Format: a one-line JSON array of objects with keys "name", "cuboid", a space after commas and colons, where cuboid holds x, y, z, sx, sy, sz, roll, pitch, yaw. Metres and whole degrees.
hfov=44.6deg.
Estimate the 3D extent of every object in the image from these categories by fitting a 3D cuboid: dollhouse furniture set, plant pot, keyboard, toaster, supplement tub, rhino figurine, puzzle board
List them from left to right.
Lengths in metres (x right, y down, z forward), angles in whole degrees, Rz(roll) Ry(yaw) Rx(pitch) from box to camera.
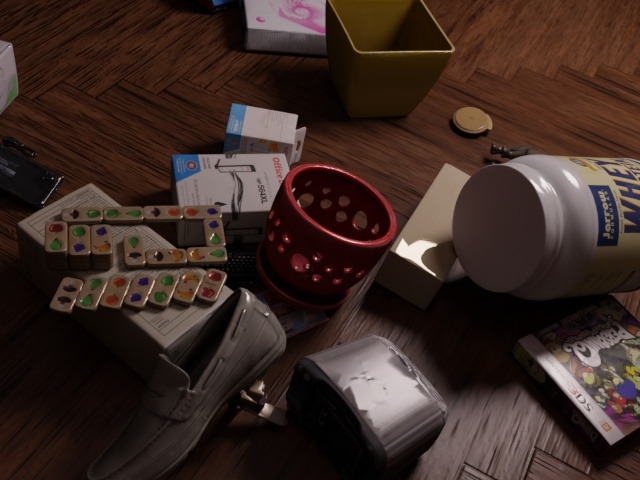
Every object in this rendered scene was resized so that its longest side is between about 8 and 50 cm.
[{"name": "keyboard", "cuboid": [-0.528, -0.129, 1.318, 0.180, 0.023, 0.108, 29, 51, -10]}, {"name": "keyboard", "cuboid": [-0.145, 0.039, 1.268, 0.192, 0.038, 0.100, 0, 47, -12]}, {"name": "dollhouse furniture set", "cuboid": [-0.069, 0.204, 1.106, 0.081, 0.091, 0.114, 24, 41, -12]}, {"name": "puzzle board", "cuboid": [-0.063, 0.112, 1.236, 0.128, 0.011, 0.096, -21, 54, -29]}, {"name": "plant pot", "cuboid": [0.000, 0.000, 1.228, 0.191, 0.174, 0.191, 18, 39, -15]}, {"name": "toaster", "cuboid": [0.070, 0.234, 1.068, 0.146, 0.129, 0.227, -22, 54, -33]}, {"name": "plant pot", "cuboid": [0.122, -0.372, 1.623, 0.212, 0.187, 0.212, -5, 48, -18]}, {"name": "rhino figurine", "cuboid": [0.394, -0.142, 1.489, 0.106, 0.073, 0.243, 8, 13, 0]}, {"name": "supplement tub", "cuboid": [0.403, -0.022, 1.281, 0.325, 0.235, 0.235, -2, 46, -33]}]

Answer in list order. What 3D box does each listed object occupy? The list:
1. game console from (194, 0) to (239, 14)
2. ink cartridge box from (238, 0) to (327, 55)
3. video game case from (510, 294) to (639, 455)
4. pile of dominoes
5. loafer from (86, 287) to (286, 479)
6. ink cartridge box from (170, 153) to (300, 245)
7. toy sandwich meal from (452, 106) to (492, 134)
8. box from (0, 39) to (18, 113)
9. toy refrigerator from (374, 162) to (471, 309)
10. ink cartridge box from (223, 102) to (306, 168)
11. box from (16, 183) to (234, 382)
[{"name": "game console", "cuboid": [-0.274, -0.601, 1.826, 0.144, 0.124, 0.085, 38, 77, 23]}, {"name": "ink cartridge box", "cuboid": [-0.026, -0.553, 1.842, 0.330, 0.071, 0.324, 1, 47, -13]}, {"name": "video game case", "cuboid": [0.456, 0.206, 1.246, 0.232, 0.042, 0.210, -18, 54, -28]}, {"name": "pile of dominoes", "cuboid": [-0.253, 0.011, 1.096, 0.251, 0.040, 0.196, -2, 47, -15]}, {"name": "loafer", "cuboid": [-0.183, 0.193, 1.009, 0.319, 0.111, 0.112, -46, 29, -22]}, {"name": "ink cartridge box", "cuboid": [-0.149, -0.073, 1.341, 0.203, 0.086, 0.148, -4, 48, -16]}, {"name": "toy sandwich meal", "cuboid": [0.323, -0.252, 1.668, 0.086, 0.029, 0.085, 1, 54, -1]}, {"name": "box", "cuboid": [-0.701, -0.265, 1.367, 0.231, 0.126, 0.262, 16, 45, 1]}, {"name": "toy refrigerator", "cuboid": [0.199, -0.010, 1.362, 0.102, 0.094, 0.269, 30, 48, 6]}, {"name": "ink cartridge box", "cuboid": [-0.103, -0.182, 1.452, 0.143, 0.092, 0.090, 9, 46, -4]}, {"name": "box", "cuboid": [-0.287, 0.065, 1.150, 0.311, 0.121, 0.148, 36, 49, 21]}]
